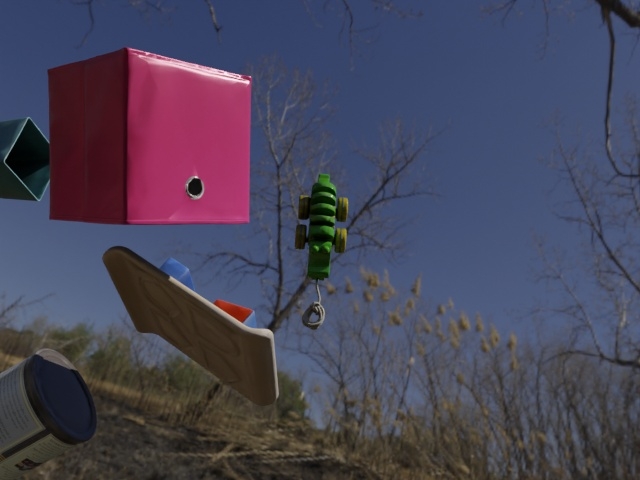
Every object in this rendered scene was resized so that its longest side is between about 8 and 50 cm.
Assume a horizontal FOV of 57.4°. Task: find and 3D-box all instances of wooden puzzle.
[{"bbox_3d":[-0.229,0.160,1.132,0.348,0.080,0.322,26,-33,16],"label":"wooden puzzle"}]

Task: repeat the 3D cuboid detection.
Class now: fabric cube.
[{"bbox_3d":[-0.290,-0.159,1.006,0.259,0.258,0.254,5,4,41],"label":"fabric cube"}]

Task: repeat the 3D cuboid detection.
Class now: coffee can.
[{"bbox_3d":[-0.617,0.366,1.141,0.275,0.201,0.201,-29,-28,-3],"label":"coffee can"}]

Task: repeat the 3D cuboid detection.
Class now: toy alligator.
[{"bbox_3d":[0.000,0.000,0.643,0.056,0.189,0.051,5,-25,0],"label":"toy alligator"}]

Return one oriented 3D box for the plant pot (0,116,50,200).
[{"bbox_3d":[-0.890,-0.219,1.607,0.234,0.165,0.165,0,-35,11],"label":"plant pot"}]
